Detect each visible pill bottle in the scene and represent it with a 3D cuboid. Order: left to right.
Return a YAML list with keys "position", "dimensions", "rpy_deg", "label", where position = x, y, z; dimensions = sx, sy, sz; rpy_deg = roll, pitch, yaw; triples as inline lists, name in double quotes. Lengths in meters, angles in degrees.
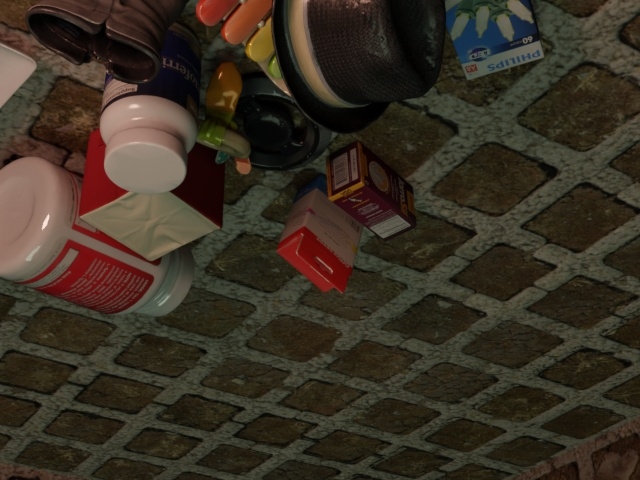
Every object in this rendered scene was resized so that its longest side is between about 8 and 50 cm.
- position: [-0.438, 0.013, 1.906]
  dimensions: [0.229, 0.228, 0.408]
  rpy_deg: [-22, 150, 27]
  label: "pill bottle"
- position: [-0.269, -0.214, 1.576]
  dimensions: [0.153, 0.264, 0.153]
  rpy_deg: [-1, 146, -1]
  label: "pill bottle"

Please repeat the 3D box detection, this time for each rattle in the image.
- position: [-0.158, -0.209, 1.732]
  dimensions: [0.130, 0.142, 0.200]
  rpy_deg: [-1, 169, 25]
  label: "rattle"

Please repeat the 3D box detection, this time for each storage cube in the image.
- position: [-0.297, -0.107, 1.794]
  dimensions: [0.184, 0.193, 0.215]
  rpy_deg: [-23, 139, 27]
  label: "storage cube"

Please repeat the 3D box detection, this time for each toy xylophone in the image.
- position: [-0.049, -0.354, 1.432]
  dimensions: [0.236, 0.081, 0.323]
  rpy_deg: [-56, 136, -3]
  label: "toy xylophone"

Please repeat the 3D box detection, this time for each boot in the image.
- position: [-0.340, -0.348, 1.300]
  dimensions: [0.338, 0.222, 0.118]
  rpy_deg: [21, 137, -4]
  label: "boot"

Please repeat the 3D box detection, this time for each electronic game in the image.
- position: [-0.093, -0.208, 1.783]
  dimensions: [0.230, 0.048, 0.229]
  rpy_deg: [3, 140, 3]
  label: "electronic game"

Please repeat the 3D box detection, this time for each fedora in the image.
- position: [0.079, -0.306, 1.409]
  dimensions: [0.153, 0.334, 0.334]
  rpy_deg: [13, 159, 39]
  label: "fedora"

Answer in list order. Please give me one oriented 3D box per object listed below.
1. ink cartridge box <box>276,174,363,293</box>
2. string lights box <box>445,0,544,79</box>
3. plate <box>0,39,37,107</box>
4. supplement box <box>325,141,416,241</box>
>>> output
- position: [0.000, 0.000, 1.904]
  dimensions: [0.134, 0.231, 0.078]
  rpy_deg: [41, 129, -21]
  label: "ink cartridge box"
- position: [0.253, -0.375, 1.534]
  dimensions: [0.134, 0.076, 0.259]
  rpy_deg: [-15, 143, 16]
  label: "string lights box"
- position: [-0.651, -0.292, 1.638]
  dimensions: [0.277, 0.045, 0.278]
  rpy_deg: [26, 137, -33]
  label: "plate"
- position: [0.099, -0.092, 1.911]
  dimensions: [0.081, 0.104, 0.188]
  rpy_deg: [-25, 139, 29]
  label: "supplement box"
